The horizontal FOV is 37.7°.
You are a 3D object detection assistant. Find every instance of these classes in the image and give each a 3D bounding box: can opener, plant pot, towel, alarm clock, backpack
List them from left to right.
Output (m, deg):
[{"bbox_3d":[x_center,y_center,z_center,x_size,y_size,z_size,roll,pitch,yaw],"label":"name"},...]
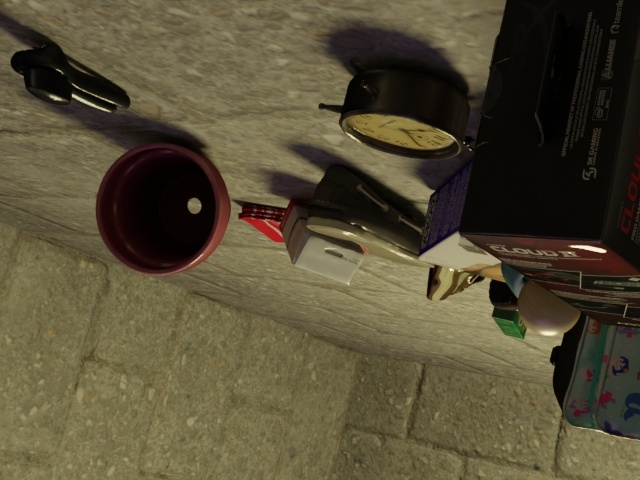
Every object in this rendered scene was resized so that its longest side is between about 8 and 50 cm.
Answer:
[{"bbox_3d":[-0.314,-0.196,1.185,0.059,0.073,0.186,0,173,25],"label":"can opener"},{"bbox_3d":[-0.227,-0.050,1.485,0.201,0.201,0.180,12,-176,10],"label":"plant pot"},{"bbox_3d":[0.002,-0.011,1.756,0.274,0.031,0.199,9,169,24],"label":"towel"},{"bbox_3d":[0.105,-0.125,0.972,0.192,0.064,0.129,22,167,-21],"label":"alarm clock"},{"bbox_3d":[0.441,0.148,1.171,0.253,0.225,0.191,11,-169,-1],"label":"backpack"}]

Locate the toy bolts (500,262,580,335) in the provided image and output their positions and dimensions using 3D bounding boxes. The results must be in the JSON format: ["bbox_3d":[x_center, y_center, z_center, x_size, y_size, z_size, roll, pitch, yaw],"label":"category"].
[{"bbox_3d":[0.291,0.013,0.903,0.228,0.158,0.218,0,133,9],"label":"toy bolts"}]

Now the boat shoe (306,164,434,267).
[{"bbox_3d":[0.098,-0.028,1.443,0.112,0.095,0.335,11,174,34],"label":"boat shoe"}]

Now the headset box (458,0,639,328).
[{"bbox_3d":[0.222,-0.068,0.707,0.110,0.218,0.293,4,164,39],"label":"headset box"}]

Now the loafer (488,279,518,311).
[{"bbox_3d":[0.392,0.067,1.433,0.130,0.134,0.366,14,179,-15],"label":"loafer"}]

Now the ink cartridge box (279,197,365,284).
[{"bbox_3d":[0.000,0.000,1.552,0.109,0.063,0.150,20,-160,-19],"label":"ink cartridge box"}]

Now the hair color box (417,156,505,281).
[{"bbox_3d":[0.253,-0.025,1.171,0.185,0.110,0.339,14,171,-4],"label":"hair color box"}]

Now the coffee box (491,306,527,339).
[{"bbox_3d":[0.351,0.108,1.687,0.040,0.113,0.184,13,171,21],"label":"coffee box"}]

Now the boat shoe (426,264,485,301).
[{"bbox_3d":[0.241,0.058,1.632,0.095,0.095,0.257,8,168,3],"label":"boat shoe"}]
